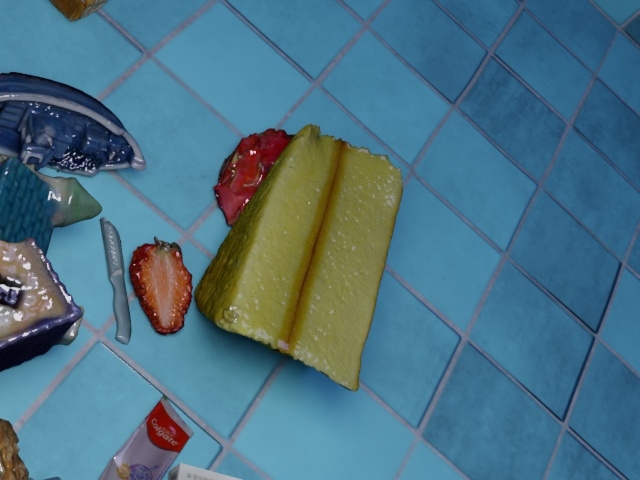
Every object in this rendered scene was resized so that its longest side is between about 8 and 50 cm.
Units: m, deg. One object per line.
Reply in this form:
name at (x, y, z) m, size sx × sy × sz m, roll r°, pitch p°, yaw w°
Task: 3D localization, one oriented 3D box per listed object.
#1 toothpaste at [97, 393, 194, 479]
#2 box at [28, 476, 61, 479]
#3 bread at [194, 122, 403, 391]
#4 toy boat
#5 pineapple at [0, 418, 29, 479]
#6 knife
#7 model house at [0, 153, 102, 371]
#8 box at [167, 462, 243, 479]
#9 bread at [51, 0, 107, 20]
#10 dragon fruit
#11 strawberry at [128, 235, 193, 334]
toothpaste at (-0.261, 0.330, 1.438) m, size 0.075 × 0.048 × 0.301 m, roll 38°, pitch 43°, yaw -4°
box at (-0.352, 0.334, 1.334) m, size 0.054 × 0.099 × 0.074 m, roll -9°, pitch 67°, yaw -56°
bread at (0.000, 0.000, 1.629) m, size 0.233 × 0.245 × 0.361 m, roll 29°, pitch 85°, yaw -18°
toy boat at (-0.401, -0.155, 1.602) m, size 0.309 × 0.129 × 0.142 m, roll 14°, pitch 43°, yaw -30°
pineapple at (-0.395, 0.378, 1.215) m, size 0.202 × 0.202 × 0.361 m, roll -14°, pitch 82°, yaw -41°
knife at (-0.302, 0.056, 1.612) m, size 0.028 × 0.015 × 0.210 m, roll 3°, pitch 59°, yaw -29°
model house at (-0.422, 0.015, 1.389) m, size 0.280 × 0.245 × 0.312 m, roll 22°, pitch 60°, yaw -19°
box at (-0.163, 0.388, 1.470) m, size 0.100 × 0.048 × 0.152 m, roll 20°, pitch 49°, yaw -23°
bread at (-0.403, -0.412, 1.817) m, size 0.070 × 0.077 × 0.083 m, roll 55°, pitch 44°, yaw -9°
dragon fruit at (-0.065, -0.105, 1.820) m, size 0.163 × 0.189 × 0.261 m, roll 51°, pitch 31°, yaw -43°
strawberry at (-0.241, 0.068, 1.630) m, size 0.104 × 0.048 × 0.152 m, roll 11°, pitch 69°, yaw -39°
